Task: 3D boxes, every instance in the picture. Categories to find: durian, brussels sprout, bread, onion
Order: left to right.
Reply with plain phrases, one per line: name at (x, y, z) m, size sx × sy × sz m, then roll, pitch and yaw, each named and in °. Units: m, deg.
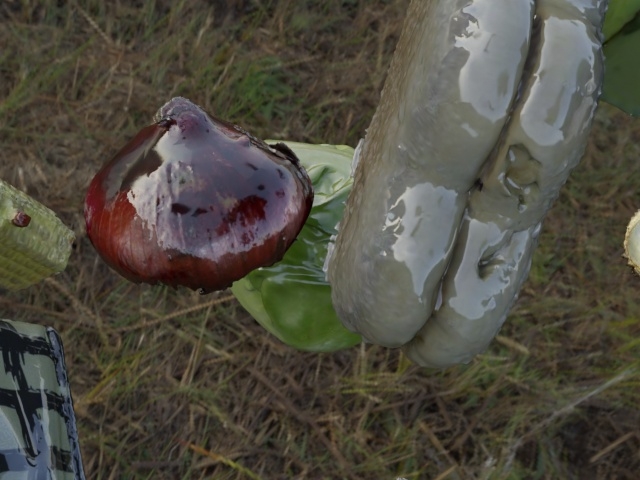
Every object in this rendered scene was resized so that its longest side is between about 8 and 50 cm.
onion at (-0.134, -0.073, 0.949) m, size 0.271 × 0.195 × 0.272 m, roll 1°, pitch 31°, yaw -1°
brussels sprout at (0.000, 0.000, 1.227) m, size 0.327 × 0.247 × 0.328 m, roll -1°, pitch 78°, yaw 6°
bread at (0.095, -0.102, 0.469) m, size 0.101 × 0.183 × 0.338 m, roll 18°, pitch 68°, yaw -6°
durian at (0.386, 0.022, 0.957) m, size 0.052 × 0.066 × 0.130 m, roll 12°, pitch 60°, yaw -46°

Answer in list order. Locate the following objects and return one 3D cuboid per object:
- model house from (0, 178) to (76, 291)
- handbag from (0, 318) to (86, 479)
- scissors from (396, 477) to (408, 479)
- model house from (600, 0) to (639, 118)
model house at (-0.514, -0.020, 1.297) m, size 0.253 × 0.196 × 0.160 m, roll 8°, pitch 70°, yaw 26°
handbag at (-0.360, 0.229, 0.775) m, size 0.325 × 0.162 × 0.327 m, roll 17°, pitch 42°, yaw -61°
scissors at (0.089, 0.360, 1.102) m, size 0.022 × 0.085 × 0.176 m, roll 27°, pitch 22°, yaw 9°
model house at (0.285, -0.191, 0.574) m, size 0.193 × 0.170 × 0.212 m, roll 20°, pitch 52°, yaw -18°
